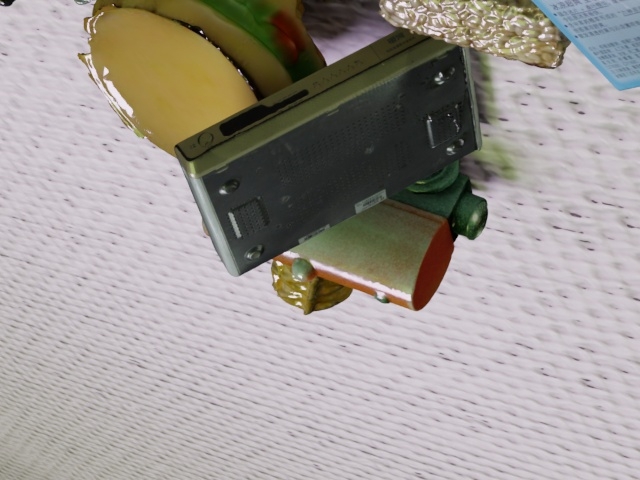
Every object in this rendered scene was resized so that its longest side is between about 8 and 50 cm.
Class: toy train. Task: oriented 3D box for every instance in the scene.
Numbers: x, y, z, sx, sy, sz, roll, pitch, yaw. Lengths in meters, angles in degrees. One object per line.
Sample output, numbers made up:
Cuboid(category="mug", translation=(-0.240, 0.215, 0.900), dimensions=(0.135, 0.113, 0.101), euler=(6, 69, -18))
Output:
Cuboid(category="toy train", translation=(0.018, -0.033, 1.718), dimensions=(0.285, 0.177, 0.116), euler=(20, 156, 21))

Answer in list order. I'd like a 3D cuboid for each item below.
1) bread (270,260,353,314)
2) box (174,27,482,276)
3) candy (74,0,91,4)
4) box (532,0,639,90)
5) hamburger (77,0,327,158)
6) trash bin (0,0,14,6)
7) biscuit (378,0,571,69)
Cuboid(category="bread", translation=(-0.001, 0.000, 1.925), dimensions=(0.098, 0.087, 0.269), euler=(28, 158, 8))
Cuboid(category="box", translation=(0.015, -0.081, 1.538), dimensions=(0.045, 0.270, 0.211), euler=(58, 171, 31))
Cuboid(category="candy", translation=(-0.319, -0.314, 1.690), dimensions=(0.292, 0.059, 0.086), euler=(33, 154, -9))
Cuboid(category="box", translation=(0.259, -0.193, 1.219), dimensions=(0.142, 0.083, 0.232), euler=(40, 157, -25))
Cuboid(category="hamburger", translation=(-0.094, -0.176, 1.597), dimensions=(0.237, 0.149, 0.237), euler=(25, 148, 17))
Cuboid(category="trash bin", translation=(-0.320, -0.334, 1.406), dimensions=(0.263, 0.277, 0.217), euler=(11, 155, 21))
Cuboid(category="biscuit", translation=(0.128, -0.194, 1.390), dimensions=(0.168, 0.070, 0.082), euler=(20, 159, 17))
